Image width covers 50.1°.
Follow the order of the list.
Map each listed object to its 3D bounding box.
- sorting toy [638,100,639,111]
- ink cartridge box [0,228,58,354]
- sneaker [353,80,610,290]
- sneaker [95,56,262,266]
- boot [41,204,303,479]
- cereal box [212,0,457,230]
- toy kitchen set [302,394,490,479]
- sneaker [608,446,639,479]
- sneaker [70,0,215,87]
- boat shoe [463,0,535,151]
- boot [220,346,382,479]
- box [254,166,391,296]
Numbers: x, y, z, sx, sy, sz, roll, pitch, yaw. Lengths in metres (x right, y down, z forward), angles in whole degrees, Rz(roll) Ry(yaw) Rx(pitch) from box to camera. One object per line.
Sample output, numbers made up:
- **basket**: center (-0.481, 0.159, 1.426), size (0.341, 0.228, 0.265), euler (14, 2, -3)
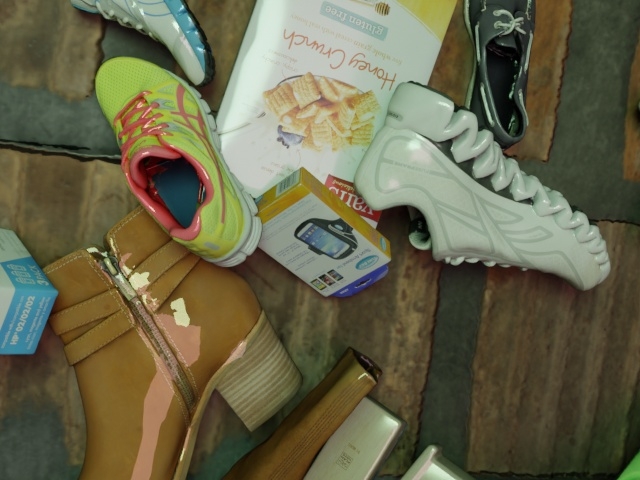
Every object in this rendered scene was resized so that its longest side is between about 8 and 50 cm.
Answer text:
- **sorting toy**: center (0.449, -0.134, 0.736), size (0.196, 0.047, 0.348), euler (44, 85, -10)
- **ink cartridge box**: center (-0.301, 0.029, 0.494), size (0.181, 0.104, 0.062), euler (11, 110, -50)
- **sneaker**: center (0.152, -0.022, 0.636), size (0.292, 0.110, 0.118), euler (32, 95, -25)
- **sneaker**: center (-0.125, -0.074, 0.546), size (0.081, 0.094, 0.208), euler (-41, 74, 13)
- **boot**: center (-0.177, 0.119, 0.577), size (0.283, 0.109, 0.220), euler (-39, 102, -8)
- **cereal box**: center (0.006, -0.141, 0.624), size (0.172, 0.047, 0.240), euler (18, 92, -14)
- **toy kitchen set**: center (0.107, 0.265, 0.690), size (0.207, 0.166, 0.122), euler (32, 87, 22)
- **sneaker**: center (0.341, 0.307, 0.710), size (0.482, 0.202, 0.185), euler (-22, 66, -24)
- **sneaker**: center (-0.161, -0.202, 0.573), size (0.083, 0.071, 0.191), euler (-34, 95, -1)
- **boat shoe**: center (0.180, -0.188, 0.652), size (0.075, 0.065, 0.206), euler (2, 96, -14)
- **boot**: center (-0.047, 0.212, 0.532), size (0.096, 0.264, 0.280), euler (45, 95, 10)
- **box**: center (0.000, 0.000, 0.616), size (0.081, 0.028, 0.136), euler (-31, 128, 29)
